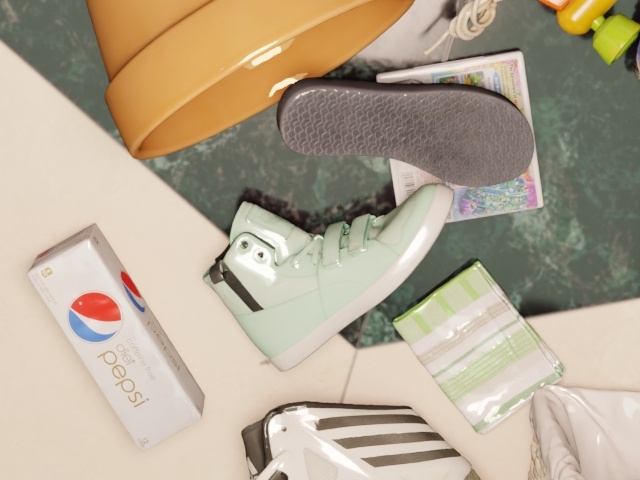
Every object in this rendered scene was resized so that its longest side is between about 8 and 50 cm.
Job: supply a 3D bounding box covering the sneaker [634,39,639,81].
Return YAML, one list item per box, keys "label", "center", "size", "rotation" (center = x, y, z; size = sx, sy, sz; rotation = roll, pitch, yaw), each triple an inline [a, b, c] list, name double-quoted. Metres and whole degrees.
- label: "sneaker"
  center: [0.398, -0.149, 1.662]
  size: [0.221, 0.083, 0.087]
  rotation: [28, 112, 1]

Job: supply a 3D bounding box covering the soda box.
- label: "soda box"
  center: [-0.200, 0.095, 1.724]
  size: [0.074, 0.069, 0.216]
  rotation: [-29, 104, 7]

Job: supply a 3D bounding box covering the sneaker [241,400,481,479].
- label: "sneaker"
  center: [-0.044, 0.325, 1.698]
  size: [0.447, 0.169, 0.257]
  rotation: [-35, 73, -19]

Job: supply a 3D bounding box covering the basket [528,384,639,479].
- label: "basket"
  center: [0.361, 0.323, 1.648]
  size: [0.331, 0.328, 0.266]
  rotation: [6, 109, -4]

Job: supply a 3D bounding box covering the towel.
- label: "towel"
  center: [0.160, 0.110, 1.752]
  size: [0.113, 0.023, 0.152]
  rotation: [-37, 102, 8]

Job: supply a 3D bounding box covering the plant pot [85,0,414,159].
- label: "plant pot"
  center: [-0.090, -0.229, 1.545]
  size: [0.291, 0.291, 0.203]
  rotation: [-31, 87, 8]

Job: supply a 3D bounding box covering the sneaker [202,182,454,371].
- label: "sneaker"
  center: [0.000, 0.000, 1.675]
  size: [0.256, 0.094, 0.151]
  rotation: [-41, 101, 20]

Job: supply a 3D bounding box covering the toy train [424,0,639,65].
- label: "toy train"
  center: [0.232, -0.215, 1.606]
  size: [0.143, 0.105, 0.248]
  rotation: [45, 101, 5]

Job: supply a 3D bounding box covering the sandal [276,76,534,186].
- label: "sandal"
  center: [0.084, -0.115, 1.641]
  size: [0.255, 0.054, 0.097]
  rotation: [10, 116, -16]

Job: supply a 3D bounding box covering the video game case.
- label: "video game case"
  center: [0.137, -0.097, 1.699]
  size: [0.143, 0.019, 0.157]
  rotation: [-9, 104, 2]
